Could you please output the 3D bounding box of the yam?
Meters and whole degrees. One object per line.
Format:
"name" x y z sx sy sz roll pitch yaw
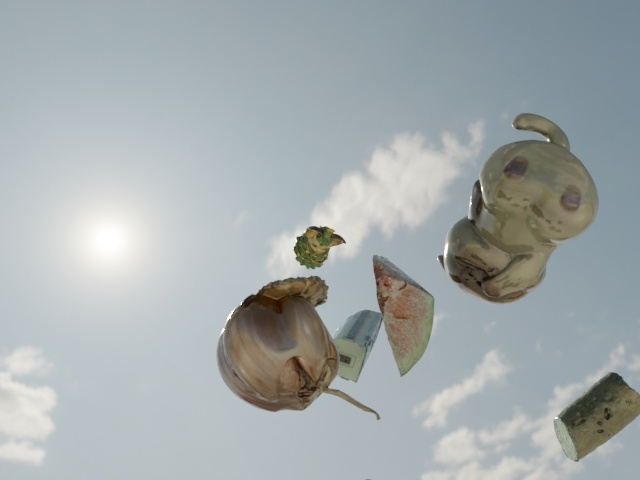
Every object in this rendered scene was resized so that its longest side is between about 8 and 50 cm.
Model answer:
"yam" 0.592 0.382 1.500 0.194 0.107 0.107 -33 -42 -12

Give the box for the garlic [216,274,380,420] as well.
"garlic" -0.015 0.151 1.001 0.257 0.207 0.207 16 -51 -4

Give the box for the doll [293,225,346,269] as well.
"doll" 0.000 -0.006 1.337 0.078 0.076 0.113 21 -48 -16

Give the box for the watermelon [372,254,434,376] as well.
"watermelon" 0.117 0.102 1.005 0.094 0.180 0.081 -4 -18 -44

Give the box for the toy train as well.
"toy train" 0.086 0.230 1.650 0.088 0.407 0.086 14 -82 10

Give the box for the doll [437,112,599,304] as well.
"doll" 0.364 -0.026 1.308 0.215 0.226 0.370 22 -57 2

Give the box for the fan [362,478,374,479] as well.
"fan" 0.071 0.425 0.778 0.012 0.294 0.223 12 -67 -26
